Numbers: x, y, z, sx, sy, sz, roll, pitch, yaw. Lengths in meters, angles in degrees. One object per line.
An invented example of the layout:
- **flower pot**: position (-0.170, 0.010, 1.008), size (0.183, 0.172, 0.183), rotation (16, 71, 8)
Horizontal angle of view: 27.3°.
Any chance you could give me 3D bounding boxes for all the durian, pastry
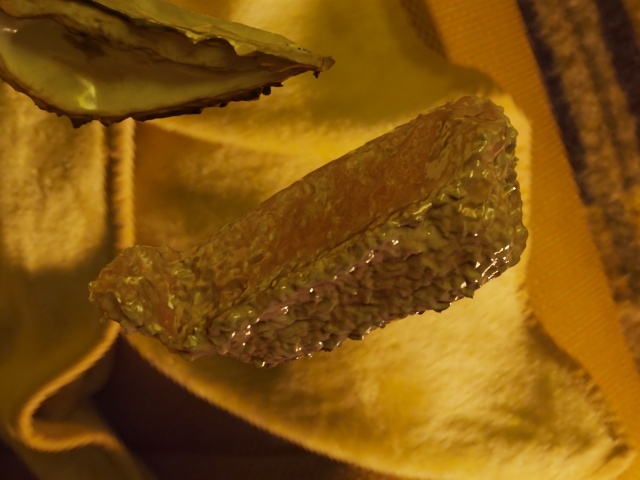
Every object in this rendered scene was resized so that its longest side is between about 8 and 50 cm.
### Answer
- **durian**: position (-0.061, -0.072, 0.444), size (0.066, 0.130, 0.052), rotation (129, 148, -58)
- **pastry**: position (0.003, 0.010, 0.785), size (0.265, 0.102, 0.112), rotation (-19, 128, 17)
